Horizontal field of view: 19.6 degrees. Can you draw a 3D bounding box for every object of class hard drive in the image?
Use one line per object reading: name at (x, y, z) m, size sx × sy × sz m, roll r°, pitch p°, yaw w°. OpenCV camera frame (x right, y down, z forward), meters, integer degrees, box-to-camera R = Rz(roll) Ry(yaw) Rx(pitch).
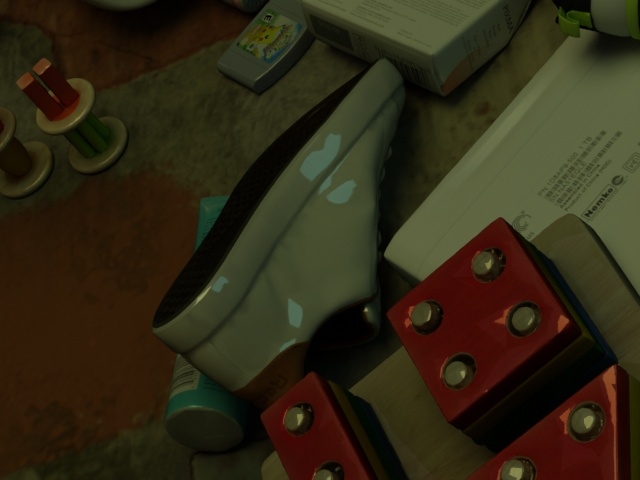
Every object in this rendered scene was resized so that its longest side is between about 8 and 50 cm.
hard drive at (0.231, 0.005, 1.114) m, size 0.233 × 0.047 × 0.353 m, roll -48°, pitch 46°, yaw -8°

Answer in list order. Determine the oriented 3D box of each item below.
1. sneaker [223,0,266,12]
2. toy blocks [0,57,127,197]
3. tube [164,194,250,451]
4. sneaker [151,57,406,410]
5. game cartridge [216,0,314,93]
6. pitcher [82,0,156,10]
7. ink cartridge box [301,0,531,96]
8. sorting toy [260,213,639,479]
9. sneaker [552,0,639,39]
sneaker at (-0.051, -0.246, 1.463) m, size 0.070 × 0.051 × 0.134 m, roll 23°, pitch 76°, yaw 35°
toy blocks at (-0.235, -0.102, 1.405) m, size 0.123 × 0.148 × 0.054 m, roll -17°, pitch 51°, yaw 21°
tube at (-0.063, 0.044, 1.267) m, size 0.080 × 0.052 × 0.207 m, roll -4°, pitch 50°, yaw 17°
sneaker at (0.000, 0.000, 1.241) m, size 0.106 × 0.123 × 0.290 m, roll -31°, pitch 20°, yaw 50°
game cartridge at (-0.036, -0.152, 1.411) m, size 0.056 × 0.017 × 0.083 m, roll 32°, pitch 78°, yaw 38°
pitcher at (-0.188, -0.254, 1.521) m, size 0.178 × 0.125 × 0.207 m, roll -49°, pitch 33°, yaw 20°
ink cartridge box at (0.097, -0.189, 1.354) m, size 0.179 × 0.045 × 0.145 m, roll -38°, pitch 43°, yaw -23°
sorting toy at (0.089, 0.139, 1.034) m, size 0.257 × 0.089 × 0.255 m, roll -40°, pitch 49°, yaw 14°
sneaker at (0.198, -0.216, 1.233) m, size 0.097 × 0.084 × 0.235 m, roll 0°, pitch 40°, yaw 17°
